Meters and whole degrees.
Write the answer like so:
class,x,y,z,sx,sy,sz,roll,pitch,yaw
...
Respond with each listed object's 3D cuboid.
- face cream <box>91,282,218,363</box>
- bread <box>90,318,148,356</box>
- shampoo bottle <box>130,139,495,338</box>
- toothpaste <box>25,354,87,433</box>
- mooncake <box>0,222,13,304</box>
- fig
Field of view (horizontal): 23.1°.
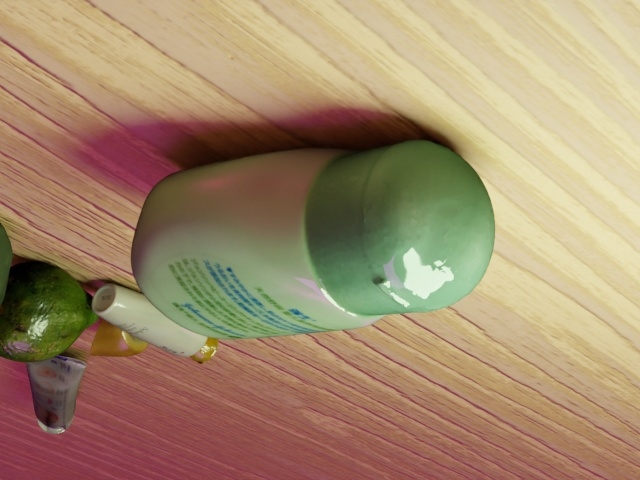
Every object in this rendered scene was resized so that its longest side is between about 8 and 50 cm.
class,x,y,z,sx,sy,sz,roll,pitch,yaw
face cream,-0.203,0.103,1.950,0.072,0.051,0.182,-10,152,39
bread,-0.277,0.128,2.068,0.103,0.049,0.062,-4,155,33
shampoo bottle,0.000,0.000,1.394,0.349,0.151,0.222,-8,147,46
toothpaste,-0.408,0.224,2.402,0.100,0.066,0.323,18,156,-2
mooncake,-0.433,0.019,1.777,0.168,0.104,0.175,-10,154,39
fig,-0.335,0.091,1.905,0.123,0.123,0.156,-2,168,35
